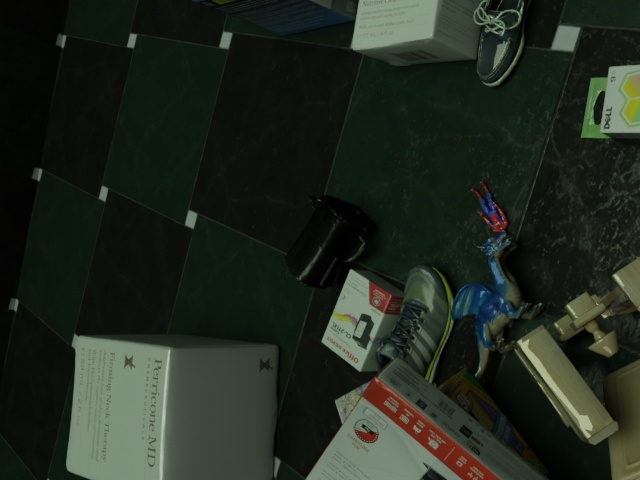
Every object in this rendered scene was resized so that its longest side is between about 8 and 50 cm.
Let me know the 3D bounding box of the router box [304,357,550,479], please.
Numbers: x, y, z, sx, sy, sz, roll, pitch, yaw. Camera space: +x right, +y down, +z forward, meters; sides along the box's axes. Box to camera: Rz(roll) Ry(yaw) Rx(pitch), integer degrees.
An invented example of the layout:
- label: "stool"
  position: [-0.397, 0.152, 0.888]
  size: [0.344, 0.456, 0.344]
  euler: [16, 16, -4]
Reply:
- label: "router box"
  position: [0.161, 0.398, 1.099]
  size: [0.335, 0.082, 0.301]
  euler: [37, 120, 16]

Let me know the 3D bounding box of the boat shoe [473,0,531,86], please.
- label: "boat shoe"
  position: [0.338, -0.415, 1.324]
  size: [0.095, 0.079, 0.255]
  euler: [31, 106, 41]

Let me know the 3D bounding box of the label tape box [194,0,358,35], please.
- label: "label tape box"
  position: [-0.117, -0.568, 1.595]
  size: [0.249, 0.347, 0.115]
  euler: [4, 87, 44]

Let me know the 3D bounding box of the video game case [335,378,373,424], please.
- label: "video game case"
  position: [0.087, 0.354, 1.510]
  size: [0.122, 0.011, 0.087]
  euler: [-37, 60, 34]

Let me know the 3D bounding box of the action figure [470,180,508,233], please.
- label: "action figure"
  position: [0.316, -0.054, 1.334]
  size: [0.038, 0.030, 0.115]
  euler: [-39, 62, 28]

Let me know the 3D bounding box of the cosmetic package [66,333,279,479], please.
- label: "cosmetic package"
  position: [-0.348, 0.396, 1.704]
  size: [0.393, 0.327, 0.330]
  euler: [-3, 82, 43]

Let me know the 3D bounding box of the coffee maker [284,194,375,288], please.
- label: "coffee maker"
  position: [0.000, 0.000, 1.531]
  size: [0.178, 0.171, 0.120]
  euler: [-58, 24, 19]

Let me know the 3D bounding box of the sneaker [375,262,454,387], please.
- label: "sneaker"
  position: [0.172, 0.192, 1.373]
  size: [0.111, 0.121, 0.300]
  euler: [9, 91, 44]

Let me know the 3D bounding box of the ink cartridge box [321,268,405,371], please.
- label: "ink cartridge box"
  position: [0.093, 0.165, 1.486]
  size: [0.127, 0.072, 0.175]
  euler: [32, 106, 41]

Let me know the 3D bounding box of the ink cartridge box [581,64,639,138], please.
- label: "ink cartridge box"
  position: [0.510, -0.219, 1.145]
  size: [0.209, 0.062, 0.109]
  euler: [9, 92, 45]

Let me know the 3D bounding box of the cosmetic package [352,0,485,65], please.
- label: "cosmetic package"
  position: [0.211, -0.553, 1.412]
  size: [0.217, 0.156, 0.385]
  euler: [7, 90, 46]

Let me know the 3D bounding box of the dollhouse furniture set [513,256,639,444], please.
- label: "dollhouse furniture set"
  position: [0.485, 0.129, 1.060]
  size: [0.355, 0.303, 0.174]
  euler: [-34, 72, 3]

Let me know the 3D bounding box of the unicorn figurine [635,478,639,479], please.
- label: "unicorn figurine"
  position: [0.506, 0.313, 1.056]
  size: [0.111, 0.162, 0.060]
  euler: [-45, 57, -6]

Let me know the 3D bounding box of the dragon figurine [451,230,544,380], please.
- label: "dragon figurine"
  position: [0.295, 0.125, 1.288]
  size: [0.144, 0.085, 0.289]
  euler: [45, 119, 39]

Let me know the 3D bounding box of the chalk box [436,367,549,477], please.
- label: "chalk box"
  position: [0.247, 0.400, 1.203]
  size: [0.180, 0.179, 0.289]
  euler: [-43, 80, 32]

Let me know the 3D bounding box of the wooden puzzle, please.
- label: "wooden puzzle"
  position: [0.508, 0.228, 1.021]
  size: [0.044, 0.221, 0.238]
  euler: [40, 124, -9]
